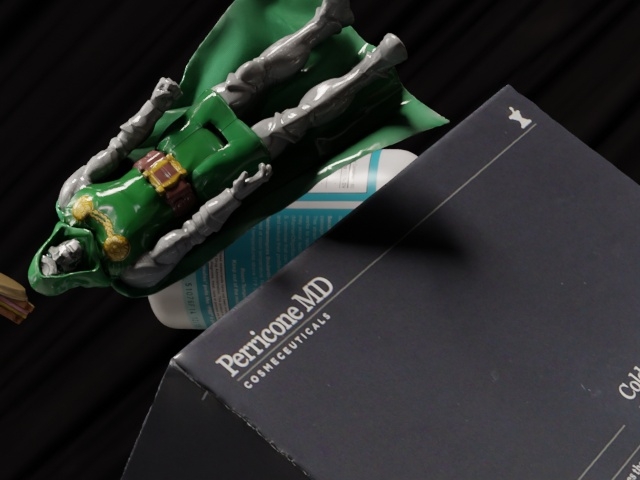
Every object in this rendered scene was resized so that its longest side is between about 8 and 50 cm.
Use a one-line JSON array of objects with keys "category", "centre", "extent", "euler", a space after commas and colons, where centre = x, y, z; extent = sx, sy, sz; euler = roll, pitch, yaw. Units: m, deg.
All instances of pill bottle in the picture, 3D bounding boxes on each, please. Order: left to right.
[{"category": "pill bottle", "centre": [0.000, 0.000, 1.354], "extent": [0.146, 0.264, 0.146], "euler": [1, 90, -82]}]

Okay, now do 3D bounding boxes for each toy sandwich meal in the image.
[{"category": "toy sandwich meal", "centre": [-0.281, 0.041, 1.424], "extent": [0.086, 0.029, 0.085], "euler": [26, 1, -1]}]

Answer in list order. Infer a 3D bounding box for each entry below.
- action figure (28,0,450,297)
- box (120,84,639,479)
[{"category": "action figure", "centre": [-0.060, -0.046, 0.906], "extent": [0.137, 0.232, 0.063], "euler": [45, -14, 17]}, {"category": "box", "centre": [0.112, 0.127, 0.964], "extent": [0.312, 0.179, 0.343], "euler": [40, 46, 13]}]
